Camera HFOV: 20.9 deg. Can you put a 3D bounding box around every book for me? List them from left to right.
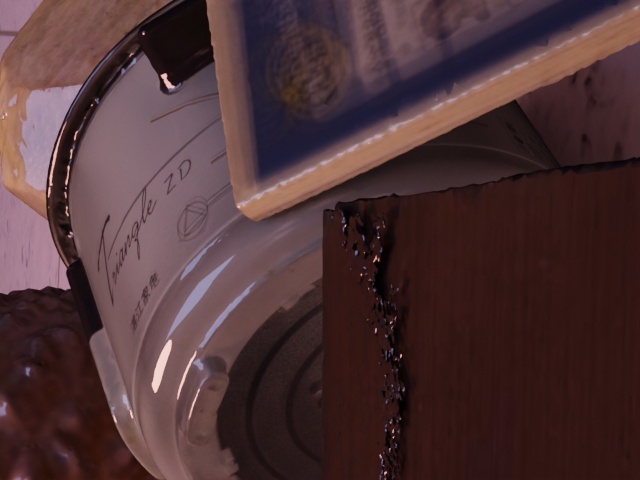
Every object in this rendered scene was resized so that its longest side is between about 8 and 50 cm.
[{"bbox_3d":[0.083,-0.166,0.664,0.322,0.018,0.228,-25,58,27],"label":"book"}]

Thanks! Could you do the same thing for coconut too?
[{"bbox_3d":[-0.097,-0.076,1.129,0.197,0.237,0.236,-177,88,-75],"label":"coconut"}]

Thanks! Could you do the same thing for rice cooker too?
[{"bbox_3d":[0.000,0.000,0.828,0.280,0.241,0.227,55,-174,-45],"label":"rice cooker"}]

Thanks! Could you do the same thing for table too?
[{"bbox_3d":[0.145,0.129,0.410,0.196,0.251,0.282,175,97,-71],"label":"table"}]

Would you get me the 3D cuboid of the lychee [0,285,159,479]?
[{"bbox_3d":[-0.187,0.205,1.156,0.432,0.380,0.380,68,158,0],"label":"lychee"}]
